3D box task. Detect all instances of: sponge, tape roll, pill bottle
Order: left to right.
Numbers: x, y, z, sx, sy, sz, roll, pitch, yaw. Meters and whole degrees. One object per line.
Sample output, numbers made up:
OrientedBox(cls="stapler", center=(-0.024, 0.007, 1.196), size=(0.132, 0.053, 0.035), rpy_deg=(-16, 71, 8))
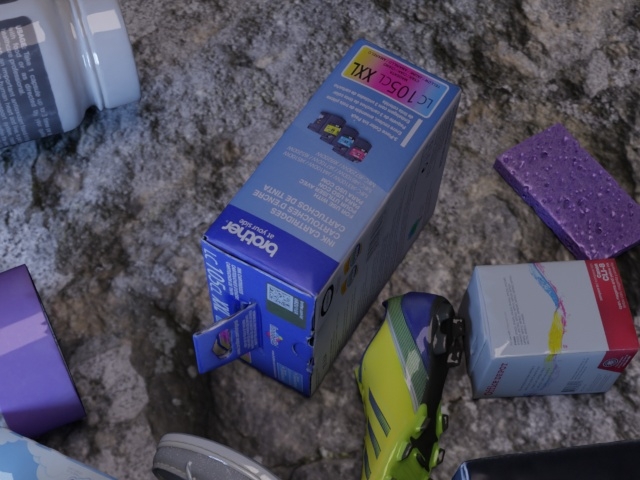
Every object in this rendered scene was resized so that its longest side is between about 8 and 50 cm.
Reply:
OrientedBox(cls="pill bottle", center=(-0.435, -0.224, 1.291), size=(0.361, 0.204, 0.204), rpy_deg=(-16, 62, -12))
OrientedBox(cls="tape roll", center=(-0.336, 0.127, 1.099), size=(0.080, 0.189, 0.189), rpy_deg=(-22, 63, -16))
OrientedBox(cls="sponge", center=(0.350, -0.062, 1.343), size=(0.117, 0.031, 0.210), rpy_deg=(-29, 66, -19))

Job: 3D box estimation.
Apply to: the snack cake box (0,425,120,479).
OrientedBox(cls="snack cake box", center=(-0.288, 0.282, 1.031), size=(0.264, 0.152, 0.089), rpy_deg=(22, 60, 9))

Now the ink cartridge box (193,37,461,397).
OrientedBox(cls="ink cartridge box", center=(0.000, 0.000, 1.147), size=(0.151, 0.270, 0.395), rpy_deg=(26, 61, 14))

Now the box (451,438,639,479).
OrientedBox(cls="box", center=(0.252, 0.340, 0.887), size=(0.293, 0.395, 0.212), rpy_deg=(-6, 61, -6))

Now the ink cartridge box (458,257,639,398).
OrientedBox(cls="ink cartridge box", center=(0.268, 0.108, 1.181), size=(0.176, 0.128, 0.127), rpy_deg=(-3, 59, -6))

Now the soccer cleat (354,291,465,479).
OrientedBox(cls="soccer cleat", center=(0.088, 0.195, 1.159), size=(0.121, 0.093, 0.289), rpy_deg=(0, 59, 32))

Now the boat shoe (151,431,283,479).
OrientedBox(cls="boat shoe", center=(-0.061, 0.324, 1.043), size=(0.320, 0.118, 0.103), rpy_deg=(36, 59, 9))
